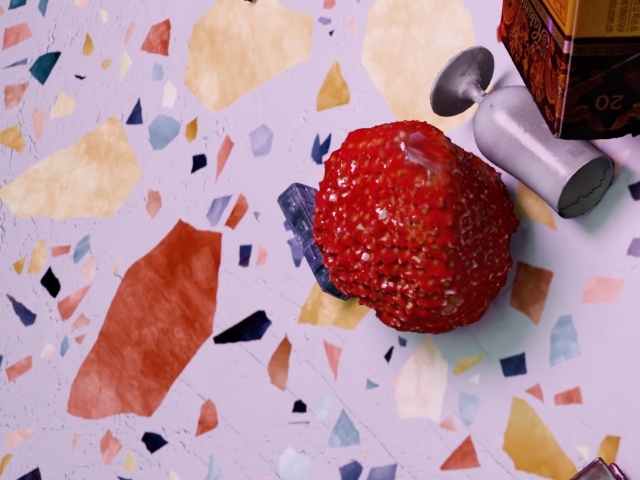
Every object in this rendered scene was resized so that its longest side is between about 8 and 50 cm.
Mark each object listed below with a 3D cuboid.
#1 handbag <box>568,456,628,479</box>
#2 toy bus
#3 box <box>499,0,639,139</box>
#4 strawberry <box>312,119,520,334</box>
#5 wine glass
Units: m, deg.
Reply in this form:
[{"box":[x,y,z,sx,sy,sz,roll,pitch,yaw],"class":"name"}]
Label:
[{"box":[0.290,0.369,1.705,0.216,0.074,0.203,-45,55,22],"class":"handbag"},{"box":[0.000,0.000,2.052,0.047,0.065,0.166,-43,54,22],"class":"toy bus"},{"box":[0.288,-0.342,1.680,0.264,0.115,0.415,-107,16,-57],"class":"box"},{"box":[0.099,-0.023,1.863,0.261,0.257,0.261,-5,81,32],"class":"strawberry"},{"box":[0.236,-0.126,1.863,0.103,0.103,0.231,-54,53,15],"class":"wine glass"}]
